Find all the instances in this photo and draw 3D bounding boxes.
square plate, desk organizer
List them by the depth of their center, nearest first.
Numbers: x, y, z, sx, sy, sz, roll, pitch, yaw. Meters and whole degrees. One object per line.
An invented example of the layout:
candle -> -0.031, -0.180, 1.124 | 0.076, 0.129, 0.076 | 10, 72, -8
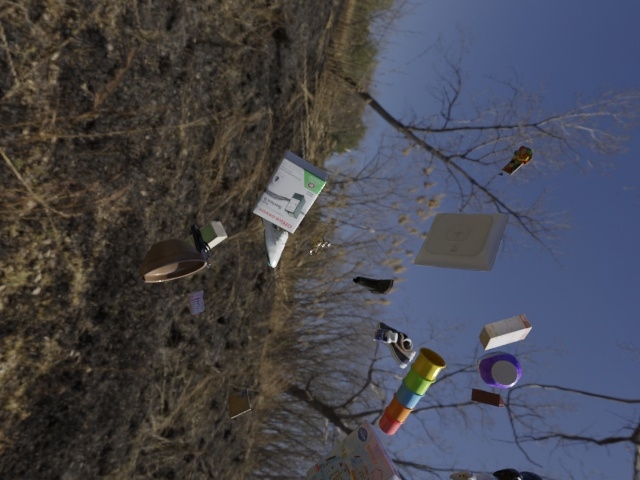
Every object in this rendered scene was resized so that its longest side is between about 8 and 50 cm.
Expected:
desk organizer -> 0.714, 0.672, 1.860 | 0.130, 0.047, 0.050 | -5, -109, 49
square plate -> 0.627, -0.014, 1.950 | 0.344, 0.347, 0.049 | -56, 133, -33

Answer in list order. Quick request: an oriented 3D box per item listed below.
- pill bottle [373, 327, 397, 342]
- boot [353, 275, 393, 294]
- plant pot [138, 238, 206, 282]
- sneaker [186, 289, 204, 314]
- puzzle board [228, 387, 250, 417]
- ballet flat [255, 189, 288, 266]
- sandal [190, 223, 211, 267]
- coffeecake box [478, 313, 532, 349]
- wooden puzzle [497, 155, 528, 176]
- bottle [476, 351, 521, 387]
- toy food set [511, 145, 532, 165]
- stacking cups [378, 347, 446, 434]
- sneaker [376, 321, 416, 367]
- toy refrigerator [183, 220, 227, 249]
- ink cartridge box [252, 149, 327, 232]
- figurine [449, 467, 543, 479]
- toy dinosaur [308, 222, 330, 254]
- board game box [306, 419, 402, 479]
pill bottle -> 0.346, 0.511, 2.328 | 0.067, 0.120, 0.067 | 4, 90, -66
boot -> 0.254, 0.209, 2.122 | 0.198, 0.137, 0.076 | -37, -150, 60
plant pot -> -0.544, 0.064, 1.583 | 0.237, 0.237, 0.109 | 122, -49, -71
sneaker -> -0.390, 0.197, 1.373 | 0.134, 0.051, 0.070 | 142, -65, -70
puzzle board -> -0.371, 0.745, 1.992 | 0.128, 0.011, 0.096 | -33, -126, 25
ballet flat -> -0.233, -0.069, 2.200 | 0.139, 0.139, 0.400 | 133, -53, -77
sandal -> -0.590, 0.018, 2.174 | 0.097, 0.054, 0.254 | 70, -4, -65
coffeecake box -> 0.804, 0.402, 1.903 | 0.142, 0.186, 0.068 | 77, -3, -55
wooden puzzle -> 0.782, -0.304, 1.774 | 0.116, 0.014, 0.078 | -48, -153, 4
bottle -> 0.540, 0.389, 1.314 | 0.283, 0.118, 0.092 | 35, 38, -69
toy food set -> 0.838, -0.350, 1.805 | 0.083, 0.020, 0.082 | 29, -77, 52
stacking cups -> 0.288, 0.504, 1.424 | 0.316, 0.096, 0.096 | -62, -169, 15
sneaker -> 0.438, 0.567, 2.487 | 0.127, 0.126, 0.321 | -47, -140, 14
toy refrigerator -> -0.646, 0.004, 2.358 | 0.269, 0.102, 0.094 | -32, 170, 24
ink cartridge box -> -0.132, -0.206, 1.878 | 0.289, 0.211, 0.121 | -56, -167, 25
figurine -> 0.506, 0.704, 1.255 | 0.215, 0.209, 0.092 | -23, -138, 33
toy dinosaur -> 0.000, 0.000, 2.100 | 0.092, 0.053, 0.183 | 42, -78, 35
board game box -> 0.110, 0.852, 1.561 | 0.318, 0.066, 0.319 | -41, -165, -1
